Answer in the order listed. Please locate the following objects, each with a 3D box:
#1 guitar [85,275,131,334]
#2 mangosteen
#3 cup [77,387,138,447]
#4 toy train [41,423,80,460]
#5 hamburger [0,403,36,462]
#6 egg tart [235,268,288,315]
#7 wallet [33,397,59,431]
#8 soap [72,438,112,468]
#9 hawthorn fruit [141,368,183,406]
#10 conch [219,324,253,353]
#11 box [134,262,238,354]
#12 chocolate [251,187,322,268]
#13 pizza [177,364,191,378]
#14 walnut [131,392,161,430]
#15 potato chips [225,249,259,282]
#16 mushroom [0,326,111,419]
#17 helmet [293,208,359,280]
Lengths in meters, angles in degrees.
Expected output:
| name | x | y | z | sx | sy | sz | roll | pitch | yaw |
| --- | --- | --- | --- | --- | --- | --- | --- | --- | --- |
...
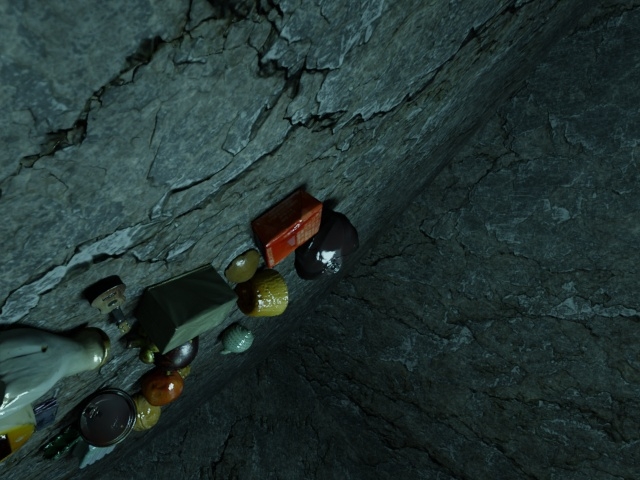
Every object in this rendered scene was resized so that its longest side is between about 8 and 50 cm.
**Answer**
| name | x | y | z | sx | sy | sz | roll | pitch | yaw |
| --- | --- | --- | --- | --- | --- | --- | --- | --- | --- |
| guitar | -0.517 | 0.172 | 1.043 | 0.083 | 0.038 | 0.271 | -34 | 162 | -29 |
| mangosteen | -0.496 | 0.322 | 1.309 | 0.217 | 0.192 | 0.192 | -4 | 145 | -35 |
| cup | -0.776 | 0.659 | 1.557 | 0.196 | 0.196 | 0.280 | -36 | 172 | -22 |
| toy train | -0.962 | 0.759 | 1.573 | 0.170 | 0.071 | 0.111 | -40 | 174 | -6 |
| hamburger | -0.736 | 0.388 | 0.821 | 0.294 | 0.179 | 0.276 | -34 | 168 | -41 |
| egg tart | -0.243 | 0.216 | 1.674 | 0.147 | 0.203 | 0.203 | -2 | 140 | -50 |
| wallet | -0.865 | 0.545 | 1.257 | 0.111 | 0.030 | 0.166 | -17 | 150 | -51 |
| soap | -0.995 | 0.900 | 1.857 | 0.172 | 0.095 | 0.289 | -22 | 156 | -51 |
| hawthorn fruit | -0.637 | 0.559 | 1.720 | 0.165 | 0.165 | 0.286 | -18 | 140 | -60 |
| conch | -0.434 | 0.493 | 2.099 | 0.199 | 0.131 | 0.172 | -17 | -162 | 9 |
| box | -0.397 | 0.198 | 1.233 | 0.231 | 0.149 | 0.155 | -23 | 156 | -53 |
| chocolate | -0.114 | -0.040 | 1.382 | 0.234 | 0.108 | 0.237 | -39 | 168 | -15 |
| pizza | -0.668 | 0.633 | 1.918 | 0.292 | 0.058 | 0.197 | -50 | 164 | -71 |
| walnut | -0.802 | 0.767 | 1.859 | 0.165 | 0.165 | 0.197 | -37 | 166 | -20 |
| potato chips | -0.271 | 0.101 | 1.505 | 0.150 | 0.049 | 0.202 | -42 | 162 | -21 |
| mushroom | -0.591 | 0.265 | 0.897 | 0.122 | 0.159 | 0.328 | -8 | 172 | 7 |
| helmet | 0.000 | 0.000 | 1.620 | 0.305 | 0.225 | 0.177 | -42 | 138 | -14 |
